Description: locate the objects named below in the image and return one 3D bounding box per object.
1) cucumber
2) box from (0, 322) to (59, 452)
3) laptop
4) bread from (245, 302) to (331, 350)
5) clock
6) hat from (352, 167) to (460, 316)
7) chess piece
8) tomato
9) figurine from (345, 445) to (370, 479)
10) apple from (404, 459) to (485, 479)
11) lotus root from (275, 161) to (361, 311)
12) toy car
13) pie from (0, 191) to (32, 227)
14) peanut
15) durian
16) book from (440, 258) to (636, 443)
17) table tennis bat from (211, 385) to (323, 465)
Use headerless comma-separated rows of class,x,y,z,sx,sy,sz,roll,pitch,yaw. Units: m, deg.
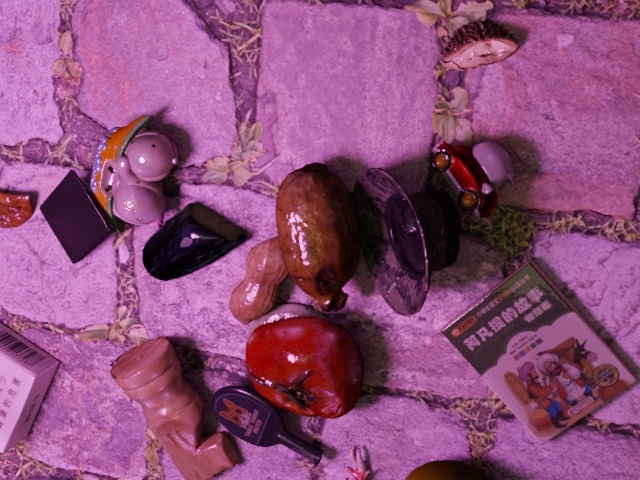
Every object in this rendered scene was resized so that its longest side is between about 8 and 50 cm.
cucumber,-0.244,0.004,1.634,0.193,0.086,0.115,-31,95,29
box,-0.726,0.256,1.847,0.330,0.095,0.210,31,111,7
laptop,-0.459,-0.043,1.677,0.197,0.016,0.135,-30,93,50
bread,-0.050,0.170,1.634,0.192,0.036,0.112,4,105,17
clock,-0.331,-0.117,1.613,0.144,0.103,0.231,20,112,11
hat,0.161,-0.011,1.456,0.128,0.265,0.266,-14,102,-15
chess piece,-0.277,0.339,1.721,0.137,0.137,0.301,-19,111,22
tomato,-0.030,0.241,1.579,0.227,0.101,0.228,10,132,11
figurine,0.069,0.438,1.665,0.064,0.047,0.109,-3,98,48
apple,0.223,0.479,1.562,0.196,0.157,0.197,5,105,17
lotus root,0.000,0.000,1.513,0.128,0.145,0.260,0,104,41
toy car,0.251,-0.111,1.431,0.112,0.112,0.139,-34,83,8
pie,-0.645,-0.066,1.768,0.191,0.033,0.088,8,122,15
peanut,-0.108,0.070,1.602,0.089,0.089,0.193,32,112,8
durian,0.247,-0.311,1.414,0.130,0.052,0.066,-8,140,23
book,0.363,0.190,1.508,0.202,0.027,0.264,-41,89,24
table tennis bat,-0.100,0.350,1.682,0.236,0.027,0.150,29,135,8
